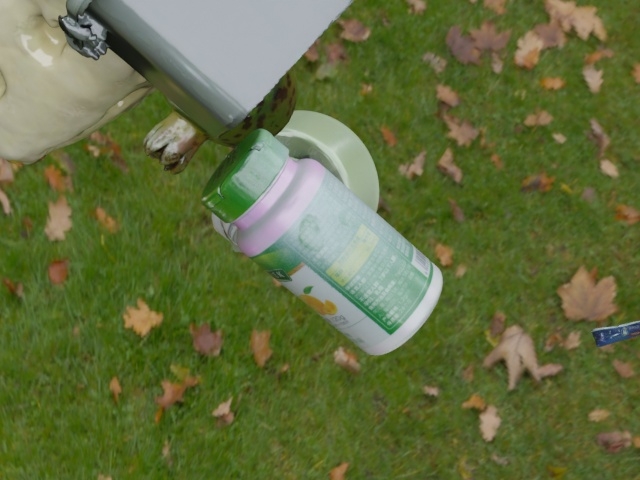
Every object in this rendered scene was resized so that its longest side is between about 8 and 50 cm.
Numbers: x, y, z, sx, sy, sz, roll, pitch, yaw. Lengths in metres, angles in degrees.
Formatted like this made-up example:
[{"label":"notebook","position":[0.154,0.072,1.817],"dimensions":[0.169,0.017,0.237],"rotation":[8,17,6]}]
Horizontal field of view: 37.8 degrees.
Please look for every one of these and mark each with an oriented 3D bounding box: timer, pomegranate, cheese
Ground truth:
[{"label":"timer","position":[-0.076,-0.061,1.622],"dimensions":[0.291,0.290,0.315],"rotation":[36,24,6]},{"label":"pomegranate","position":[-0.146,-0.198,1.295],"dimensions":[0.202,0.202,0.248],"rotation":[39,89,7]},{"label":"cheese","position":[-0.200,-0.216,0.863],"dimensions":[0.173,0.251,0.248],"rotation":[48,43,-12]}]

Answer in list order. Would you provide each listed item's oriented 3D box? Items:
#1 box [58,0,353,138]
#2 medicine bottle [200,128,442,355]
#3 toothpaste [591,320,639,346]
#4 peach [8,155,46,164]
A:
[{"label":"box","position":[-0.050,-0.188,0.655],"dimensions":[0.135,0.163,0.243],"rotation":[44,82,-12]},{"label":"medicine bottle","position":[0.000,0.000,1.049],"dimensions":[0.274,0.133,0.133],"rotation":[41,60,-16]},{"label":"toothpaste","position":[0.415,0.126,1.285],"dimensions":[0.019,0.083,0.027],"rotation":[6,68,-57]},{"label":"peach","position":[-0.540,-0.164,1.705],"dimensions":[0.083,0.077,0.050],"rotation":[-4,77,-26]}]
